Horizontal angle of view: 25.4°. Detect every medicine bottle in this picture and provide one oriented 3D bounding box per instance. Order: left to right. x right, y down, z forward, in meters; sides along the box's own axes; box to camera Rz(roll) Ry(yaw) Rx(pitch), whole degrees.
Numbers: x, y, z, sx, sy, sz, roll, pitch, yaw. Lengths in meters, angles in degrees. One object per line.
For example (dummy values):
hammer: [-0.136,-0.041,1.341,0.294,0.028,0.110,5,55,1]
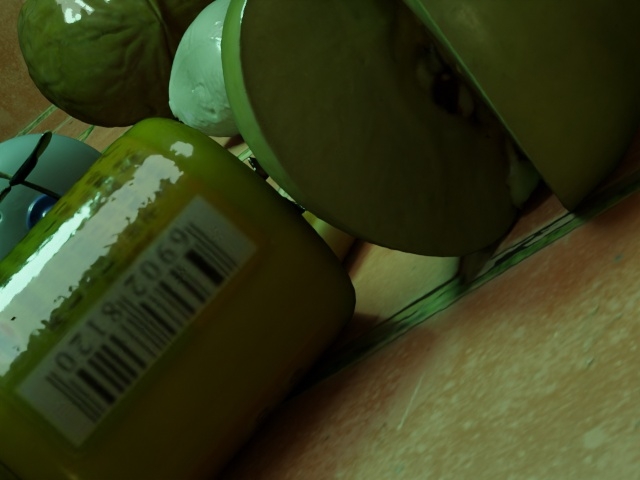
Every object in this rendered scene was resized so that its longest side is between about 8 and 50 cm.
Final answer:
medicine bottle: [-0.171,0.116,1.020,0.384,0.224,0.224,-49,17,-14]

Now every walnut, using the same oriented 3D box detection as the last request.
walnut: [-0.288,-0.326,2.219,0.354,0.308,0.398,-34,14,-8]

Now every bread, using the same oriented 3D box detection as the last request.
bread: [0.000,-0.001,1.196,0.062,0.049,0.103,-18,29,40]

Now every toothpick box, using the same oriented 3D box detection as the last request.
toothpick box: [-0.355,-0.007,1.764,0.263,0.263,0.354,-52,19,-24]

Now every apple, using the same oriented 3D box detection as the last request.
apple: [0.082,-0.129,0.956,0.292,0.254,0.292,-37,18,14]

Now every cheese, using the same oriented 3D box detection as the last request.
cheese: [-0.099,-0.237,1.821,0.189,0.154,0.198,-48,16,-32]

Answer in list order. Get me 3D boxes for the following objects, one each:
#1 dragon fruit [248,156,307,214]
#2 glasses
dragon fruit: [-0.122,0.004,1.279,0.188,0.182,0.182,-37,16,54]
glasses: [-0.340,-0.016,1.542,0.239,0.207,0.102,-23,16,-1]
